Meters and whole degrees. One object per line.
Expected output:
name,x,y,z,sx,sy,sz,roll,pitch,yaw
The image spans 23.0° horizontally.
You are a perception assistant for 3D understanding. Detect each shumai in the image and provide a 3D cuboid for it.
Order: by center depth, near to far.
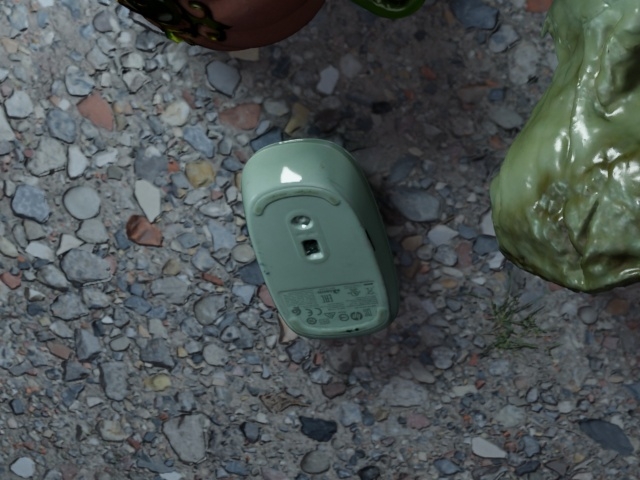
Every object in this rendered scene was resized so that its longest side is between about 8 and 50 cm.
shumai,0.291,-0.127,1.663,0.330,0.292,0.288,-16,113,44

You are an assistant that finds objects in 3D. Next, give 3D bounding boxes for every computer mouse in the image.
computer mouse,0.000,-0.005,1.877,0.159,0.097,0.288,-9,131,14

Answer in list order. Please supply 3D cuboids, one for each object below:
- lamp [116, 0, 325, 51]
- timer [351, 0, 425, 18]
lamp,-0.119,-0.336,1.601,0.305,0.239,0.305,26,168,6
timer,0.064,-0.313,1.696,0.140,0.047,0.128,29,121,-8
